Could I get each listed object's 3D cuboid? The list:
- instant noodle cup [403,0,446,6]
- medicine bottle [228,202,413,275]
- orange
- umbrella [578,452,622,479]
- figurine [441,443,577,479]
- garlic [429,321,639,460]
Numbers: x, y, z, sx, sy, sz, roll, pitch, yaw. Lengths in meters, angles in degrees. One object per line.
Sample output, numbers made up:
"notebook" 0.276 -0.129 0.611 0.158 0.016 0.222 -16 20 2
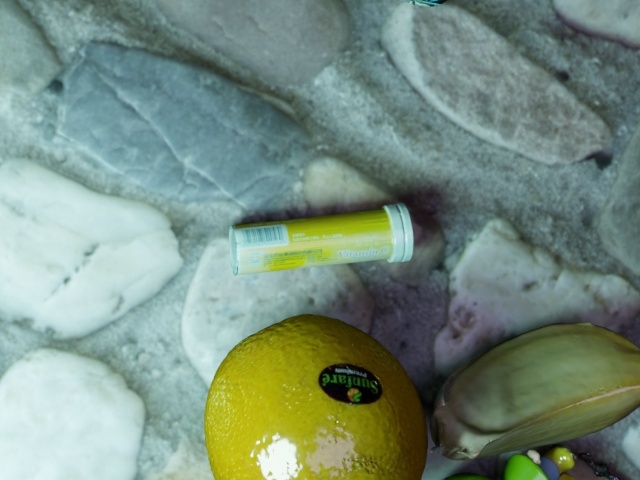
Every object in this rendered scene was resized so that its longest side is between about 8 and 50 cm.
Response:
"instant noodle cup" 0.155 -0.387 1.732 0.240 0.178 0.240 -2 99 -15
"medicine bottle" 0.000 0.000 1.808 0.218 0.074 0.074 -6 100 -12
"orange" -0.007 0.225 1.741 0.274 0.274 0.274 -2 99 -14
"umbrella" 0.394 0.321 1.989 0.149 0.022 0.022 40 50 -25
"figurine" 0.219 0.357 1.891 0.263 0.143 0.162 -31 126 -26
"garlic" 0.242 0.193 1.833 0.338 0.196 0.151 -12 89 -20
